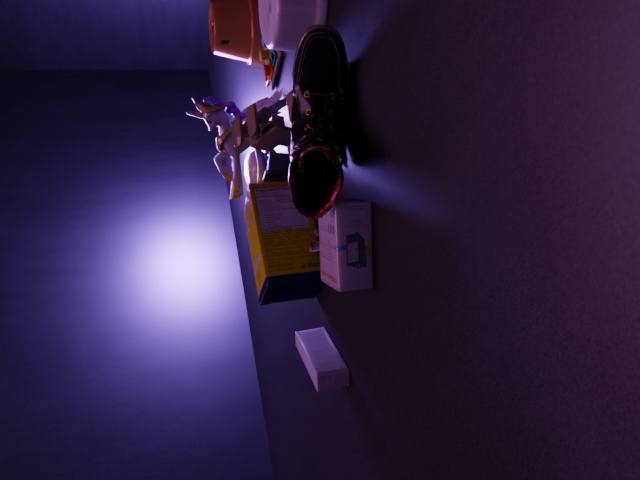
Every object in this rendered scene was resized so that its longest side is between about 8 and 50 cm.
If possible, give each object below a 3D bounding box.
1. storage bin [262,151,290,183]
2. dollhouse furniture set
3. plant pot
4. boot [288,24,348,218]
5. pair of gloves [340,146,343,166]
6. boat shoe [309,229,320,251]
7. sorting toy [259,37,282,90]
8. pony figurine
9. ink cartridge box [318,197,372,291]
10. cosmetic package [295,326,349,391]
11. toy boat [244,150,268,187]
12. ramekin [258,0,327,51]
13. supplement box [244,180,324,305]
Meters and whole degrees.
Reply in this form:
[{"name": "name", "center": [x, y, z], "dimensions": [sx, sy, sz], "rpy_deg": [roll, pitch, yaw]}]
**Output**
[{"name": "storage bin", "center": [-0.123, -0.238, 1.720], "dimensions": [0.098, 0.135, 0.091], "rpy_deg": [123, 149, -65]}, {"name": "dollhouse furniture set", "center": [-0.101, -0.298, 1.483], "dimensions": [0.242, 0.212, 0.160], "rpy_deg": [-24, 68, 44]}, {"name": "plant pot", "center": [-0.340, -0.860, 2.079], "dimensions": [0.291, 0.204, 0.290], "rpy_deg": [175, 90, -72]}, {"name": "boot", "center": [-0.007, -0.262, 1.168], "dimensions": [0.284, 0.138, 0.377], "rpy_deg": [-92, 10, -51]}, {"name": "pair of gloves", "center": [0.043, -0.221, 1.364], "dimensions": [0.083, 0.010, 0.074], "rpy_deg": [145, 119, -68]}, {"name": "boat shoe", "center": [0.000, 0.000, 1.484], "dimensions": [0.183, 0.066, 0.066], "rpy_deg": [170, 95, -73]}, {"name": "sorting toy", "center": [-0.194, -0.692, 1.919], "dimensions": [0.347, 0.047, 0.195], "rpy_deg": [119, 142, -63]}, {"name": "pony figurine", "center": [-0.246, -0.372, 1.800], "dimensions": [0.303, 0.351, 0.363], "rpy_deg": [-135, 23, -70]}, {"name": "ink cartridge box", "center": [0.057, 0.005, 1.252], "dimensions": [0.154, 0.093, 0.212], "rpy_deg": [-157, 65, -71]}, {"name": "cosmetic package", "center": [0.000, 0.354, 1.550], "dimensions": [0.239, 0.099, 0.060], "rpy_deg": [-127, 36, -61]}, {"name": "toy boat", "center": [-0.243, -0.335, 2.086], "dimensions": [0.267, 0.148, 0.318], "rpy_deg": [160, 96, -78]}, {"name": "ramekin", "center": [-0.085, -0.660, 1.420], "dimensions": [0.277, 0.135, 0.277], "rpy_deg": [174, 90, -73]}, {"name": "supplement box", "center": [-0.123, 0.004, 1.673], "dimensions": [0.195, 0.194, 0.356], "rpy_deg": [117, 144, -61]}]
